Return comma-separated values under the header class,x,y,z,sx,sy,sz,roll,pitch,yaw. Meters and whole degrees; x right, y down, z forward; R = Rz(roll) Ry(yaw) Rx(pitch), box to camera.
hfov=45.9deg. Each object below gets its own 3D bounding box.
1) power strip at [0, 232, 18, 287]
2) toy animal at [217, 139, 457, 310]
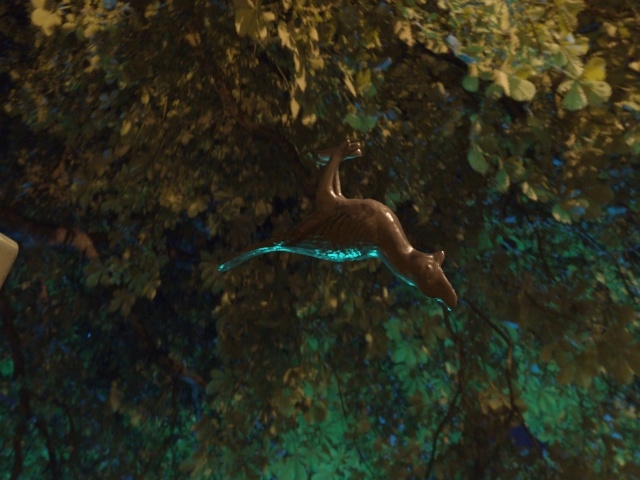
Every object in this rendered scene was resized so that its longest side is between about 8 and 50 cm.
class,x,y,z,sx,sy,sz,roll,pitch,yaw
power strip,-0.593,0.098,1.169,0.059,0.193,0.265,41,-117,-50
toy animal,0.018,-0.033,1.033,0.367,0.081,0.206,7,-86,28
